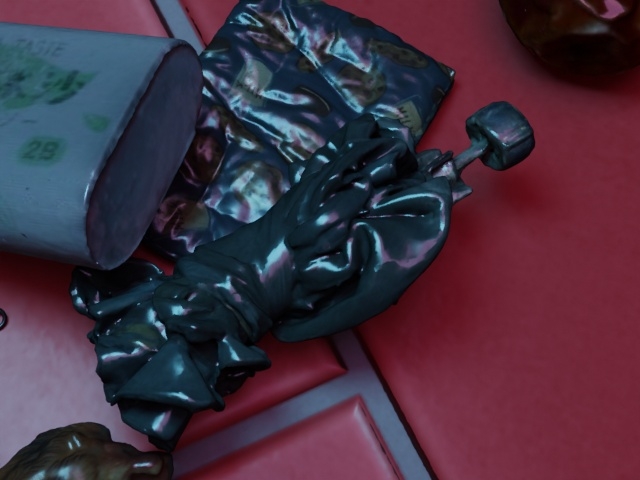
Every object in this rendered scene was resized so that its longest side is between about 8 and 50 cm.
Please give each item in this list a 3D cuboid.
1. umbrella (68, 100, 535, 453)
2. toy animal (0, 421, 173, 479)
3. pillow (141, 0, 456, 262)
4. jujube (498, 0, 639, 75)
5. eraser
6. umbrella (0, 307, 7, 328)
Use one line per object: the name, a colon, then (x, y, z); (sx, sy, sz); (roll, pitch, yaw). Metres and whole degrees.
umbrella: (-0.001, -0.003, 0.739); (0.349, 0.094, 0.143); (-30, 71, -13)
toy animal: (-0.225, 0.218, 0.660); (0.312, 0.097, 0.157); (-20, 60, -13)
pillow: (-0.024, -0.077, 0.836); (0.189, 0.034, 0.255); (26, 67, 2)
jujube: (0.232, -0.257, 0.881); (0.174, 0.174, 0.250); (16, 76, 0)
eraser: (-0.213, -0.075, 0.746); (0.227, 0.081, 0.174); (9, 61, 22)
umbrella: (-0.272, 0.077, 0.750); (0.122, 0.013, 0.022); (-29, 94, -19)
